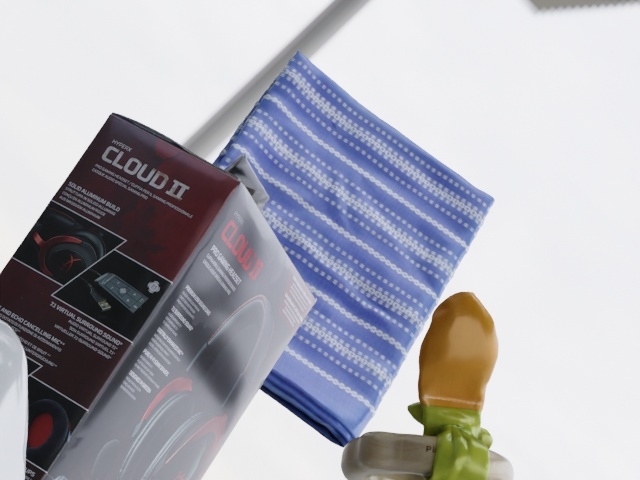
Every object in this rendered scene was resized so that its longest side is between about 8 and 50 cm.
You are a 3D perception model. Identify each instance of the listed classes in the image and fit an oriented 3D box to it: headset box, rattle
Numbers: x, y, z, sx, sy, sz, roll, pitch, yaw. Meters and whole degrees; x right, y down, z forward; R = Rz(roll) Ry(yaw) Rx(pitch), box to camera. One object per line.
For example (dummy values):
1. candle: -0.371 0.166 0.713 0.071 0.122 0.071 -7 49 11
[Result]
1. headset box: -0.127 0.073 1.273 0.110 0.293 0.218 28 -14 22
2. rattle: 0.079 0.138 1.456 0.200 0.130 0.143 63 16 -71

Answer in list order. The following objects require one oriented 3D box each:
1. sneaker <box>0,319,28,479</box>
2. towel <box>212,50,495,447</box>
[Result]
1. sneaker: -0.144 0.163 0.667 0.111 0.297 0.129 19 10 41
2. towel: 0.000 0.000 1.736 0.243 0.336 0.040 36 -39 -4
